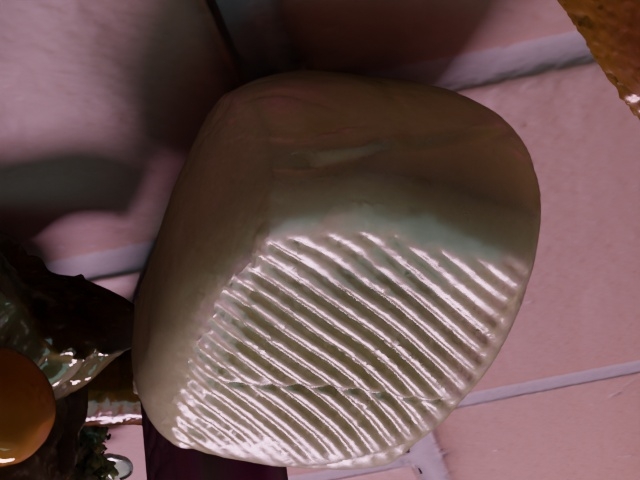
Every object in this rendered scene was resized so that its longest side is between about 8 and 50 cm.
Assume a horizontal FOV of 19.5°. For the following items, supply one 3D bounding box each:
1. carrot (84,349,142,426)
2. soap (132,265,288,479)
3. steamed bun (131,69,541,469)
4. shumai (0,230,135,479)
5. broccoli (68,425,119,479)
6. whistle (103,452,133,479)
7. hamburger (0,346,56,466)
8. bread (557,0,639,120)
[{"bbox_3d":[-0.146,0.089,1.155,0.260,0.070,0.070,-2,157,-19],"label":"carrot"},{"bbox_3d":[-0.063,0.112,1.066,0.065,0.203,0.122,-1,159,-15],"label":"soap"},{"bbox_3d":[0.000,0.000,0.904,0.170,0.152,0.238,7,139,-19],"label":"steamed bun"},{"bbox_3d":[-0.188,0.068,1.004,0.153,0.161,0.209,-59,172,30],"label":"shumai"},{"bbox_3d":[-0.211,0.163,1.237,0.167,0.154,0.160,-1,136,-18],"label":"broccoli"},{"bbox_3d":[-0.255,0.188,1.355,0.236,0.077,0.114,3,146,-23],"label":"whistle"},{"bbox_3d":[-0.270,0.069,0.829,0.276,0.276,0.237,-21,170,27],"label":"hamburger"},{"bbox_3d":[0.172,-0.106,0.711,0.129,0.134,0.260,-24,154,34],"label":"bread"}]
